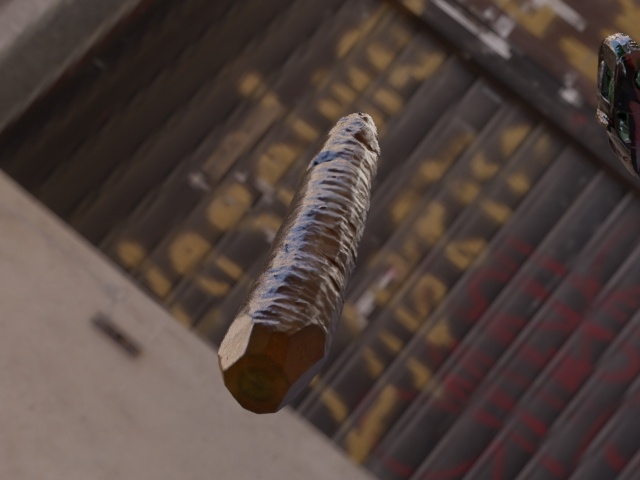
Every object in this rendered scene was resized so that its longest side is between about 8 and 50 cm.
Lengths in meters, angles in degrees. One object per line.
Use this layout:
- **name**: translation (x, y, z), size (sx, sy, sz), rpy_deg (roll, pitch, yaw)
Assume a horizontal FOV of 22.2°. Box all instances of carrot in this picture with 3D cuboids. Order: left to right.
- **carrot**: translation (0.000, 0.000, 1.102), size (0.066, 0.066, 0.314), rpy_deg (-55, 8, 36)

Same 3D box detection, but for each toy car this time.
- **toy car**: translation (0.277, -0.118, 1.479), size (0.055, 0.142, 0.069), rpy_deg (-16, 31, -7)
